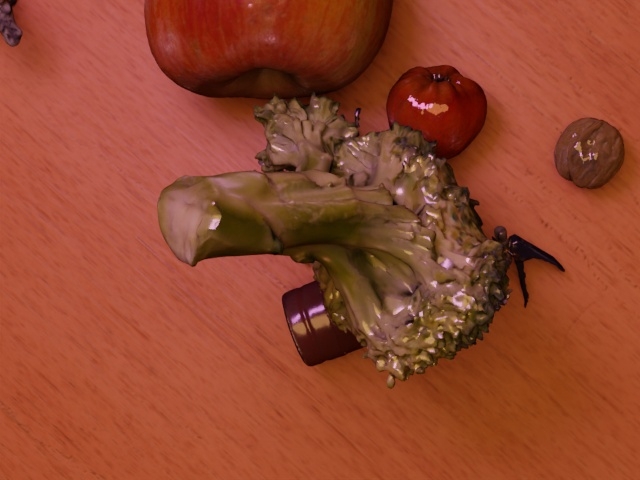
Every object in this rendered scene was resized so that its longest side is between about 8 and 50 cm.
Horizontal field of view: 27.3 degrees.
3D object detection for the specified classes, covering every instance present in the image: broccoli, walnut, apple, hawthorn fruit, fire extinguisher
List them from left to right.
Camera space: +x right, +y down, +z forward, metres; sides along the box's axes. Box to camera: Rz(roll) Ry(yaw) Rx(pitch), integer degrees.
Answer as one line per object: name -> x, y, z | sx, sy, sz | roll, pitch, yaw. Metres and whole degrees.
apple -> -0.058, -0.311, 1.582 | 0.301, 0.301, 0.301 | 0, 89, 7
broccoli -> 0.034, 0.011, 1.425 | 0.353, 0.397, 0.275 | 17, 102, 11
fire extinguisher -> 0.133, 0.067, 1.648 | 0.344, 0.102, 0.138 | -20, 119, 5
hawthorn fruit -> 0.140, -0.152, 1.633 | 0.125, 0.125, 0.140 | 20, 89, 7
walnut -> 0.333, -0.108, 1.631 | 0.092, 0.092, 0.092 | 0, 89, 7

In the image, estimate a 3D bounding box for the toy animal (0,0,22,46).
toy animal -> -0.447, -0.327, 1.687 | 0.255, 0.170, 0.090 | 30, 87, 24
